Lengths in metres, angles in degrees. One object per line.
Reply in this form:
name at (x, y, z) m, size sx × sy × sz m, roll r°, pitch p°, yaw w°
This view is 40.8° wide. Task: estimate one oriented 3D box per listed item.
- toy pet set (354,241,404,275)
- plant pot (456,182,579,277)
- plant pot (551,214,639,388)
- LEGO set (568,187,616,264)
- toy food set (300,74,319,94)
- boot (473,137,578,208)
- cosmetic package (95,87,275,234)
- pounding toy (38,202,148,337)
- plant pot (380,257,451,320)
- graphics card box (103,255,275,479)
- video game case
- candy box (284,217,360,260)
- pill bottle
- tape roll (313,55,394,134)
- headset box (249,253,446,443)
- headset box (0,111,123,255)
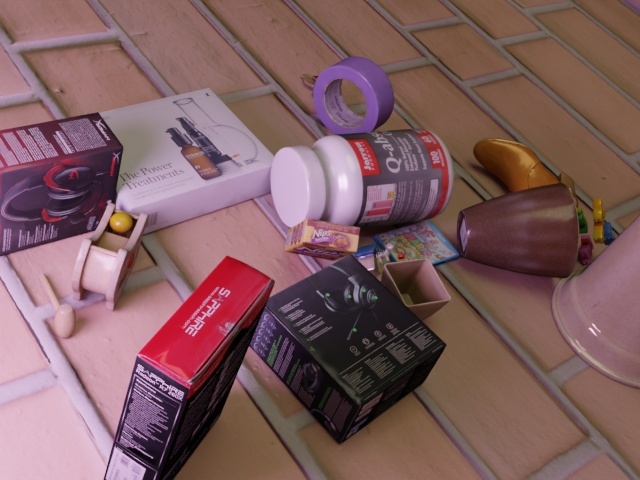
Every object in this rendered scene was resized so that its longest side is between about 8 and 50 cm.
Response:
toy pet set at (0.138, 0.035, 1.805) m, size 0.114 × 0.122 × 0.065 m, roll -14°, pitch 64°, yaw 19°
plant pot at (0.430, -0.018, 1.925) m, size 0.230 × 0.215 × 0.215 m, roll -2°, pitch 46°, yaw -4°
plant pot at (0.715, 0.095, 1.834) m, size 0.334 × 0.305 × 0.334 m, roll 12°, pitch 44°, yaw -12°
LEGO set at (0.626, -0.019, 1.987) m, size 0.087 × 0.227 × 0.093 m, roll -7°, pitch 50°, yaw 30°
toy food set at (0.003, -0.396, 2.247) m, size 0.078 × 0.019 × 0.122 m, roll -7°, pitch 42°, yaw -28°
boot at (0.506, -0.128, 2.122) m, size 0.295 × 0.104 × 0.211 m, roll 25°, pitch 42°, yaw -4°
cosmetic package at (-0.319, -0.177, 1.835) m, size 0.377 × 0.097 × 0.284 m, roll -22°, pitch 55°, yaw -37°
pounding toy at (-0.418, 0.029, 1.538) m, size 0.155 × 0.154 × 0.269 m, roll 17°, pitch 42°, yaw -6°
plant pot at (0.180, 0.113, 1.744) m, size 0.109 × 0.096 × 0.109 m, roll -6°, pitch 52°, yaw -27°
graphics card box at (-0.201, 0.221, 1.276) m, size 0.094 × 0.371 × 0.233 m, roll 30°, pitch 44°, yaw 7°
video game case at (0.216, 0.014, 1.921) m, size 0.166 × 0.015 × 0.119 m, roll -16°, pitch 54°, yaw -34°
candy box at (0.000, 0.000, 1.727) m, size 0.109 × 0.187 × 0.053 m, roll 11°, pitch 80°, yaw -12°
pill bottle at (0.091, -0.130, 1.870) m, size 0.363 × 0.210 × 0.210 m, roll -8°, pitch 51°, yaw -29°
tape roll at (0.081, -0.347, 2.102) m, size 0.189 × 0.189 × 0.080 m, roll 36°, pitch 45°, yaw 15°
headset box at (0.039, 0.185, 1.589) m, size 0.246 × 0.131 × 0.283 m, roll -28°, pitch 62°, yaw -40°
headset box at (-0.528, -0.097, 1.573) m, size 0.293 × 0.218 × 0.110 m, roll -18°, pitch 56°, yaw -36°
